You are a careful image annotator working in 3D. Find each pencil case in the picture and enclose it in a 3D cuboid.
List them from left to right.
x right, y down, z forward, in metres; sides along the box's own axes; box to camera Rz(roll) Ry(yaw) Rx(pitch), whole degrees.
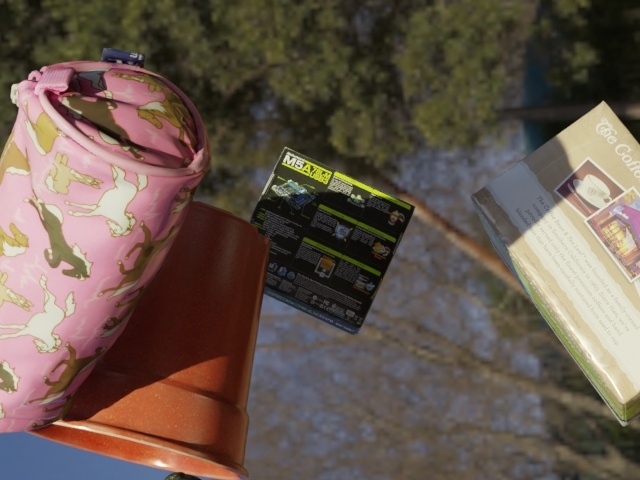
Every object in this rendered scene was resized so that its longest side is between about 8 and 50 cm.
[{"bbox_3d":[-0.241,0.013,1.279,0.160,0.386,0.167,-6,-129,-40],"label":"pencil case"}]

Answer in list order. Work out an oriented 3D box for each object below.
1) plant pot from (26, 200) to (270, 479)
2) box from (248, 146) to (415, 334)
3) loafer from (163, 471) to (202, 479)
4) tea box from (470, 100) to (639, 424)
[{"bbox_3d":[-0.179,0.101,1.560,0.272,0.272,0.265,43,-122,-62],"label":"plant pot"},{"bbox_3d":[0.000,0.000,1.840,0.045,0.191,0.184,108,-174,-72],"label":"box"},{"bbox_3d":[-0.155,0.328,1.369,0.076,0.078,0.223,97,-163,-59],"label":"loafer"},{"bbox_3d":[0.391,0.042,1.893,0.329,0.220,0.323,55,-178,18],"label":"tea box"}]
